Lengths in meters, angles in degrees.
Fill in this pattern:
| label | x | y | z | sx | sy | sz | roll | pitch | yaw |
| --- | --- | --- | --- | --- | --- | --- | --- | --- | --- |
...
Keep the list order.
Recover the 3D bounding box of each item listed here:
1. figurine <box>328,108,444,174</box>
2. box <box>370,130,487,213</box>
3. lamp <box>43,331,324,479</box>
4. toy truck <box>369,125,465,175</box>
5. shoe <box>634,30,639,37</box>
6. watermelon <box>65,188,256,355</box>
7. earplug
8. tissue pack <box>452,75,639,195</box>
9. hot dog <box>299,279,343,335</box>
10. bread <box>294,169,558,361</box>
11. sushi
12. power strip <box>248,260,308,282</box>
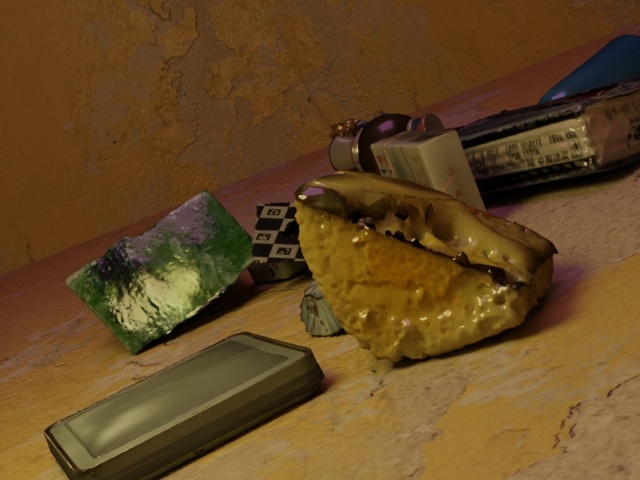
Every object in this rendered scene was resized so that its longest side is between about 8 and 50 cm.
| label | x | y | z | sx | sy | sz | roll | pitch | yaw |
| --- | --- | --- | --- | --- | --- | --- | --- | --- | --- |
| figurine | 0.137 | -0.183 | 2.224 | 0.158 | 0.161 | 0.275 | -4 | 4 | -31 |
| box | 0.157 | -0.083 | 1.626 | 0.067 | 0.149 | 0.233 | -21 | 9 | -12 |
| lamp | -0.155 | 0.178 | 1.197 | 0.269 | 0.047 | 0.266 | -25 | 11 | -19 |
| toy truck | 0.193 | -0.147 | 2.015 | 0.114 | 0.107 | 0.253 | -25 | 12 | -23 |
| shoe | 0.640 | -0.352 | 2.124 | 0.291 | 0.114 | 0.137 | -27 | 6 | -14 |
| watermelon | -0.253 | 0.042 | 1.756 | 0.264 | 0.151 | 0.302 | -37 | 9 | -10 |
| earplug | 0.474 | -0.249 | 1.927 | 0.273 | 0.132 | 0.132 | -33 | 15 | -35 |
| tissue pack | 0.349 | -0.154 | 1.686 | 0.259 | 0.122 | 0.361 | -25 | 8 | -34 |
| hot dog | 0.083 | 0.031 | 1.387 | 0.270 | 0.081 | 0.163 | -40 | 9 | -38 |
| bread | 0.104 | 0.023 | 1.153 | 0.262 | 0.162 | 0.204 | 27 | 27 | 15 |
| sushi | 0.002 | -0.001 | 1.698 | 0.210 | 0.040 | 0.192 | -2 | 29 | 1 |
| power strip | 0.000 | 0.000 | 1.817 | 0.270 | 0.046 | 0.118 | -28 | 12 | -32 |
